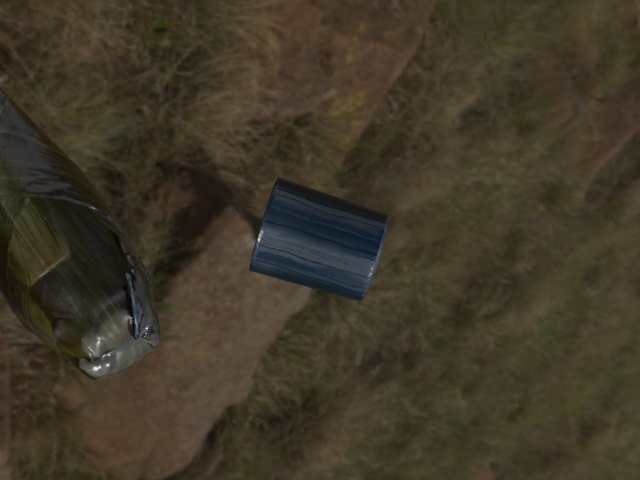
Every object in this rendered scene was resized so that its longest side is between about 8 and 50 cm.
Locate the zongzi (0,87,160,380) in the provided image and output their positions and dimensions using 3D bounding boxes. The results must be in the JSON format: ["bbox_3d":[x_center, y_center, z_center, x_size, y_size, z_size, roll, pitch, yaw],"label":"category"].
[{"bbox_3d":[-0.399,-0.037,1.533,0.208,0.403,0.432,-27,121,-18],"label":"zongzi"}]

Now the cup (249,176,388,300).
[{"bbox_3d":[0.002,-0.008,1.243,0.150,0.138,0.113,-73,180,-58],"label":"cup"}]
